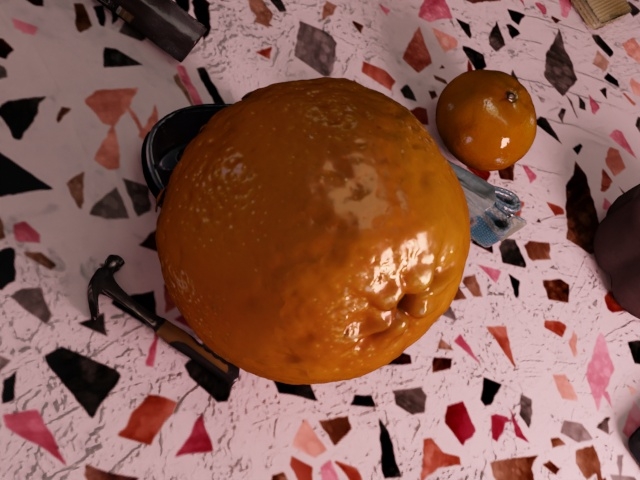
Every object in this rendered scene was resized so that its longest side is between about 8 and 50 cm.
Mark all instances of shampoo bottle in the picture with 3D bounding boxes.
[{"bbox_3d":[-0.241,-0.314,1.390,0.208,0.057,0.063,38,50,-12],"label":"shampoo bottle"}]

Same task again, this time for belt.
[{"bbox_3d":[0.152,-0.079,1.523,0.302,0.072,0.087,28,48,-17],"label":"belt"}]

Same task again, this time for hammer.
[{"bbox_3d":[-0.176,0.102,1.227,0.201,0.021,0.078,38,50,-10],"label":"hammer"}]

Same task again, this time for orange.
[{"bbox_3d":[0.246,-0.179,1.607,0.156,0.124,0.156,19,54,-29],"label":"orange"},{"bbox_3d":[0.000,0.000,1.186,0.341,0.340,0.293,-4,34,-36],"label":"orange"}]

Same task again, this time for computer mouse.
[{"bbox_3d":[-0.105,-0.102,1.340,0.233,0.096,0.137,-15,75,-40],"label":"computer mouse"}]

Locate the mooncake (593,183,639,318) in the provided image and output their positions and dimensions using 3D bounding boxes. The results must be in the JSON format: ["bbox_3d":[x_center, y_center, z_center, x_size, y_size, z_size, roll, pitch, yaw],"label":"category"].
[{"bbox_3d":[0.542,0.024,1.690,0.245,0.133,0.244,16,57,-27],"label":"mooncake"}]

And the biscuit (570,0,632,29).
[{"bbox_3d":[0.476,-0.479,1.990,0.121,0.040,0.199,-27,83,-43],"label":"biscuit"}]

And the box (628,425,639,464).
[{"bbox_3d":[0.551,0.341,1.575,0.160,0.050,0.230,-30,84,-42],"label":"box"}]
